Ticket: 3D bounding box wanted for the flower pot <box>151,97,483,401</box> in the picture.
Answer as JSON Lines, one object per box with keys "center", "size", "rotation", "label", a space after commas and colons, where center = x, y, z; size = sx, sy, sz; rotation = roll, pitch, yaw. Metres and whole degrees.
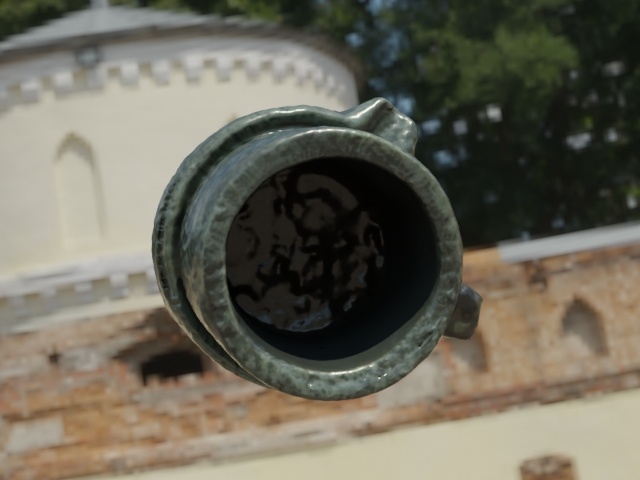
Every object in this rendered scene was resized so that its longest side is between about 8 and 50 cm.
{"center": [0.000, 0.000, 1.586], "size": [0.299, 0.299, 0.283], "rotation": [-7, 4, -11], "label": "flower pot"}
